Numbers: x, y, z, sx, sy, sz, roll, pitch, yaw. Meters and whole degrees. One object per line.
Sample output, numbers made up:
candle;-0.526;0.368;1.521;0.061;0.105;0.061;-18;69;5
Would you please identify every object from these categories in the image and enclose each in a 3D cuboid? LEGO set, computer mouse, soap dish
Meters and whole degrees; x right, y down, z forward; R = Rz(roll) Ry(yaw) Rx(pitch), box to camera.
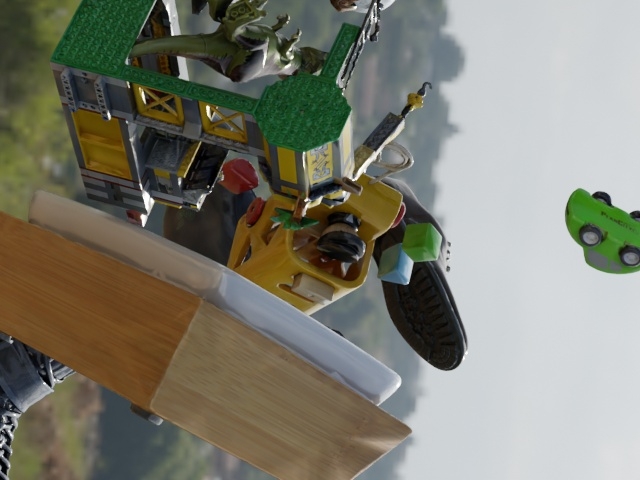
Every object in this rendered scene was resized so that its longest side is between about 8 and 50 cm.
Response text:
LEGO set;-0.041;-0.134;1.279;0.192;0.255;0.331;85;15;-57
computer mouse;-0.099;0.045;1.984;0.072;0.188;0.272;-16;82;-60
soap dish;-0.104;0.078;1.332;0.229;0.291;0.118;34;81;-40

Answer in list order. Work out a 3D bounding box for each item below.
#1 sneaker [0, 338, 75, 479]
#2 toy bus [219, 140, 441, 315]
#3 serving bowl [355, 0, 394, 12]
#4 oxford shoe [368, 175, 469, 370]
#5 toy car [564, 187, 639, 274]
sneaker;-0.248;0.149;1.450;0.086;0.163;0.226;87;-20;-70
toy bus;-0.002;0.006;1.611;0.202;0.191;0.104;65;32;-56
serving bowl;0.055;-0.303;2.181;0.083;0.083;0.027;93;1;-57
oxford shoe;0.109;0.028;1.876;0.083;0.096;0.227;-39;-112;44
toy car;0.321;0.025;1.681;0.053;0.225;0.239;-58;-173;42
